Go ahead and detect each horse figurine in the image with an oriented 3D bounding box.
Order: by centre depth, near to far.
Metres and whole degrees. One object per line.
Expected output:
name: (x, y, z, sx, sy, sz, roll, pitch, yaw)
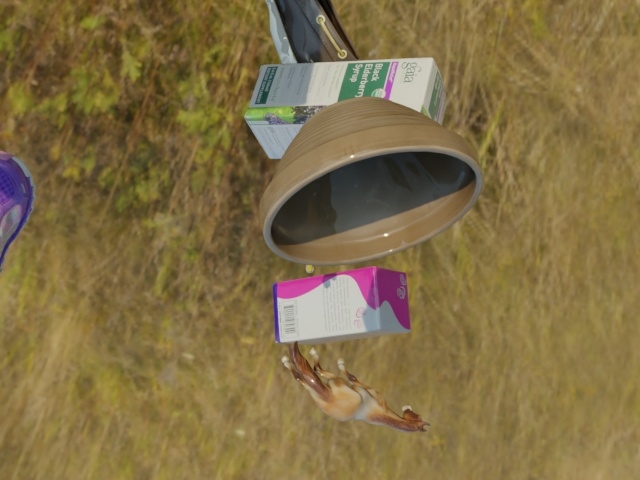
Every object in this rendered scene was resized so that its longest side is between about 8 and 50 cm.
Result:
horse figurine: (0.042, 0.246, 1.602, 0.263, 0.066, 0.174, 28, -167, -44)

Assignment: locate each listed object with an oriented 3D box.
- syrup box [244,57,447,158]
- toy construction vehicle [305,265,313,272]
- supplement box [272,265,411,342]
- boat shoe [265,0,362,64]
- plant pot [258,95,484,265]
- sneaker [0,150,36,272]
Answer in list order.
syrup box: (0.035, -0.167, 1.256, 0.237, 0.093, 0.096, 1, 148, 23)
toy construction vehicle: (0.000, 0.000, 1.576, 0.035, 0.098, 0.086, 9, -167, -6)
supplement box: (0.037, 0.119, 1.733, 0.220, 0.111, 0.114, -11, 167, 35)
boat shoe: (-0.039, -0.366, 1.327, 0.097, 0.324, 0.116, -19, -179, 16)
plant pot: (0.043, -0.074, 1.037, 0.237, 0.109, 0.237, -13, 153, -6)
sneaker: (-0.437, -0.004, 1.252, 0.095, 0.104, 0.236, 22, 118, -11)
